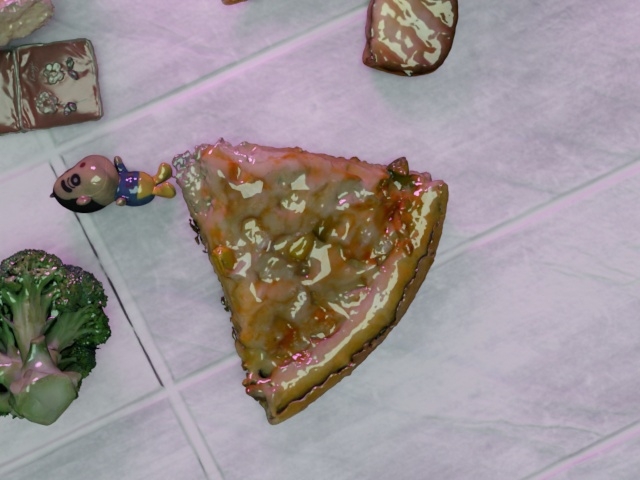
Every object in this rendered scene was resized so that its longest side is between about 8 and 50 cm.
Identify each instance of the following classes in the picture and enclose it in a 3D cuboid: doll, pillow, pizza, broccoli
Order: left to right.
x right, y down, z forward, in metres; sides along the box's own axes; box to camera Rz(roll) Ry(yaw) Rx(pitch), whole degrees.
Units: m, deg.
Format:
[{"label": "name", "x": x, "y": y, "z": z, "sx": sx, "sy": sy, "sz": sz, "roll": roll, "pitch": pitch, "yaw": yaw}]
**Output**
[{"label": "pillow", "x": -0.434, "y": -0.218, "z": 1.304, "sx": 0.232, "sy": 0.043, "sz": 0.126, "roll": -8, "pitch": 93, "yaw": -4}, {"label": "broccoli", "x": -0.409, "y": 0.145, "z": 1.236, "sx": 0.270, "sy": 0.270, "sz": 0.270, "roll": -13, "pitch": 119, "yaw": -25}, {"label": "doll", "x": -0.305, "y": -0.083, "z": 1.316, "sx": 0.179, "sy": 0.102, "sz": 0.089, "roll": -12, "pitch": 136, "yaw": -6}, {"label": "pizza", "x": 0.023, "y": 0.020, "z": 1.357, "sx": 0.391, "sy": 0.080, "sz": 0.435, "roll": -20, "pitch": 105, "yaw": -10}]

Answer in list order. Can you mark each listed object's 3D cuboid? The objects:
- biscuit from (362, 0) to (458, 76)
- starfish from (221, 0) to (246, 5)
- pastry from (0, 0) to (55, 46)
[{"label": "biscuit", "x": 0.126, "y": -0.395, "z": 1.354, "sx": 0.154, "sy": 0.045, "sz": 0.299, "roll": -7, "pitch": 96, "yaw": -5}, {"label": "starfish", "x": -0.067, "y": -0.447, "z": 1.320, "sx": 0.247, "sy": 0.050, "sz": 0.138, "roll": -29, "pitch": 101, "yaw": 1}, {"label": "pastry", "x": -0.492, "y": -0.297, "z": 1.243, "sx": 0.258, "sy": 0.121, "sz": 0.089, "roll": -35, "pitch": 136, "yaw": -14}]
